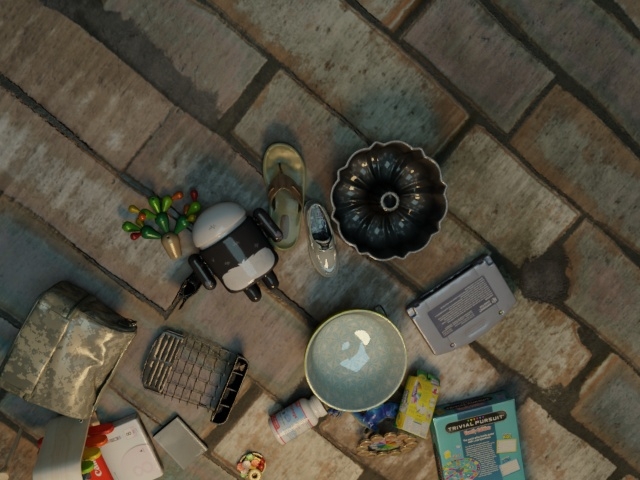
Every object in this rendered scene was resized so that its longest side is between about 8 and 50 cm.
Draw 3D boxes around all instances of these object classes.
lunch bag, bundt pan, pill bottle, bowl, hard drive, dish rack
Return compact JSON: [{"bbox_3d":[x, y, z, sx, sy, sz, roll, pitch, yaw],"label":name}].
[{"bbox_3d":[-0.652,0.295,1.787,0.256,0.212,0.305,30,93,-5],"label":"lunch bag"},{"bbox_3d":[0.179,-0.114,1.887,0.330,0.124,0.331,-1,99,-7],"label":"bundt pan"},{"bbox_3d":[-0.064,0.511,1.968,0.160,0.087,0.087,-31,101,-3],"label":"pill bottle"},{"bbox_3d":[0.088,0.317,1.923,0.289,0.156,0.290,-1,99,-7],"label":"bowl"},{"bbox_3d":[-0.402,0.581,1.965,0.094,0.022,0.135,-40,102,-1],"label":"hard drive"},{"bbox_3d":[-0.357,0.376,1.914,0.271,0.074,0.208,22,94,-10],"label":"dish rack"}]

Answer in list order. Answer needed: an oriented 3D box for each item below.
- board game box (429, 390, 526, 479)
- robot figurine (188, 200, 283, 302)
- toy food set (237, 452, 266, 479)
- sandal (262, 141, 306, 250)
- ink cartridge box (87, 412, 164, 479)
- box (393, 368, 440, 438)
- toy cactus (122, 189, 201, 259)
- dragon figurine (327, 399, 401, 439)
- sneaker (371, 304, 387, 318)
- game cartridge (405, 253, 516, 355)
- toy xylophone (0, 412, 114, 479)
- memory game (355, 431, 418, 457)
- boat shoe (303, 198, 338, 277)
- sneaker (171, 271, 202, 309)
[{"bbox_3d":[0.476,0.649,2.067,0.253,0.079,0.336,-12,100,-6],"label":"board game box"},{"bbox_3d":[-0.223,0.028,1.832,0.278,0.173,0.209,55,49,-12],"label":"robot figurine"},{"bbox_3d":[-0.201,0.664,2.006,0.082,0.020,0.083,28,94,-11],"label":"toy food set"},{"bbox_3d":[-0.093,-0.118,1.867,0.120,0.086,0.303,-4,99,-7],"label":"sandal"},{"bbox_3d":[-0.587,0.620,1.931,0.232,0.066,0.189,-24,101,-8],"label":"ink cartridge box"},{"bbox_3d":[0.284,0.472,1.986,0.105,0.043,0.179,30,73,-30],"label":"box"},{"bbox_3d":[-0.414,-0.035,1.838,0.218,0.112,0.181,-22,111,-13],"label":"toy cactus"},{"bbox_3d":[0.168,0.481,1.995,0.289,0.085,0.144,-23,101,-4],"label":"dragon figurine"},{"bbox_3d":[0.181,0.256,1.987,0.058,0.052,0.135,-27,94,7],"label":"sneaker"},{"bbox_3d":[0.417,0.199,2.004,0.294,0.060,0.196,-33,98,-2],"label":"game cartridge"},{"bbox_3d":[-0.684,0.551,1.774,0.236,0.323,0.081,-8,112,1],"label":"toy xylophone"},{"bbox_3d":[0.194,0.600,1.993,0.186,0.012,0.186,-4,142,-3],"label":"memory game"},{"bbox_3d":[0.001,-0.001,1.900,0.079,0.081,0.228,-15,100,-5],"label":"boat shoe"},{"bbox_3d":[-0.339,0.110,1.867,0.051,0.089,0.170,42,91,-12],"label":"sneaker"}]
